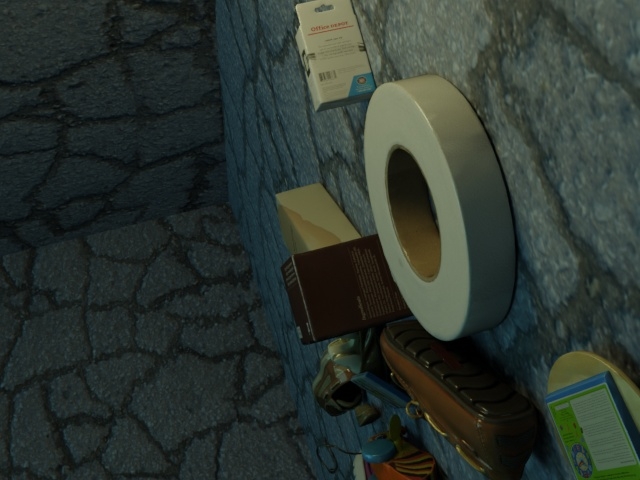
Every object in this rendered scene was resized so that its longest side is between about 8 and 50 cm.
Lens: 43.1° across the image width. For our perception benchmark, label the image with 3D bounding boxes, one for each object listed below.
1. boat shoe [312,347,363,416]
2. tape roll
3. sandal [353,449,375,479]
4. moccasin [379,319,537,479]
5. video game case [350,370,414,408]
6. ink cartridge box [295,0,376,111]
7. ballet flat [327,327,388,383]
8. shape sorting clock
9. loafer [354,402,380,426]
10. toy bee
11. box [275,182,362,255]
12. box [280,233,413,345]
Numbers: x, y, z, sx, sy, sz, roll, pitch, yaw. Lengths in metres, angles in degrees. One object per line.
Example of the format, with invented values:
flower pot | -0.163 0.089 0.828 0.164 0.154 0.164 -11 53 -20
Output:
boat shoe | 0.051 0.390 2.105 0.324 0.123 0.116 90 160 -54
tape roll | 0.162 -0.045 1.185 0.392 0.072 0.392 165 90 -79
sandal | 0.175 0.603 1.798 0.102 0.169 0.416 -55 33 18
moccasin | 0.197 0.231 1.234 0.380 0.139 0.147 -144 49 -57
video game case | 0.131 0.319 1.717 0.119 0.015 0.166 32 164 -1
ink cartridge box | 0.022 -0.328 1.421 0.060 0.104 0.180 143 112 -78
ballet flat | 0.074 0.199 1.754 0.116 0.124 0.342 -121 20 -51
shape sorting clock | 0.312 0.216 0.869 0.206 0.040 0.206 167 90 -74
loafer | 0.111 0.435 2.026 0.148 0.056 0.050 109 139 -69
toy bee | 0.151 0.443 1.704 0.298 0.162 0.195 30 130 39
box | 0.000 0.000 1.864 0.311 0.121 0.148 -125 23 -58
box | 0.050 0.093 1.549 0.168 0.203 0.167 139 117 -76
